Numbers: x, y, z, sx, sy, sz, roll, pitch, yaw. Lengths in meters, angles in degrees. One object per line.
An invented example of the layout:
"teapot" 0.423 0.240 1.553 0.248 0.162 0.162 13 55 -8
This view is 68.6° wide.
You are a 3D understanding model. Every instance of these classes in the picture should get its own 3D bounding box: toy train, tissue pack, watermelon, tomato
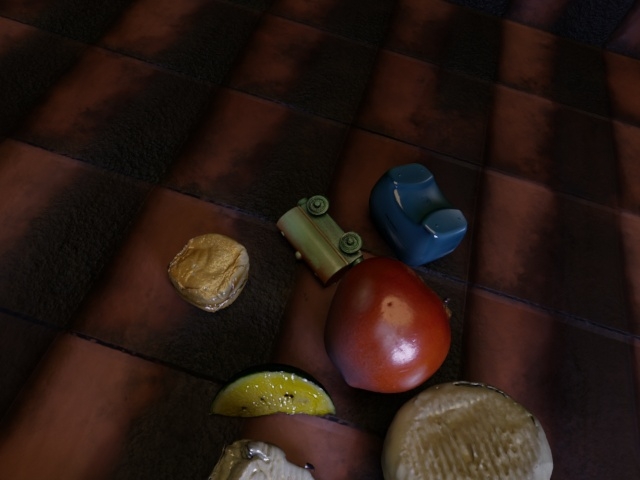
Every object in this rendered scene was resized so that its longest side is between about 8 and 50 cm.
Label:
"toy train" 0.000 0.000 1.361 0.177 0.116 0.285 -35 70 -14
"tissue pack" 0.276 -0.067 1.397 0.198 0.206 0.287 -18 64 -30
"watermelon" -0.113 0.360 1.123 0.301 0.123 0.129 1 80 -7
"tomato" 0.152 0.211 1.134 0.321 0.321 0.321 4 58 -7

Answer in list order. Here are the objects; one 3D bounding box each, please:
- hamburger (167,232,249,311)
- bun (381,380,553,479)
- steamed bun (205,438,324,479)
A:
"hamburger" -0.291 0.080 1.253 0.213 0.108 0.214 5 56 -7
"bun" 0.311 0.484 1.021 0.359 0.211 0.360 -7 30 4
"steamed bun" -0.121 0.582 0.899 0.346 0.237 0.394 -1 66 -55
